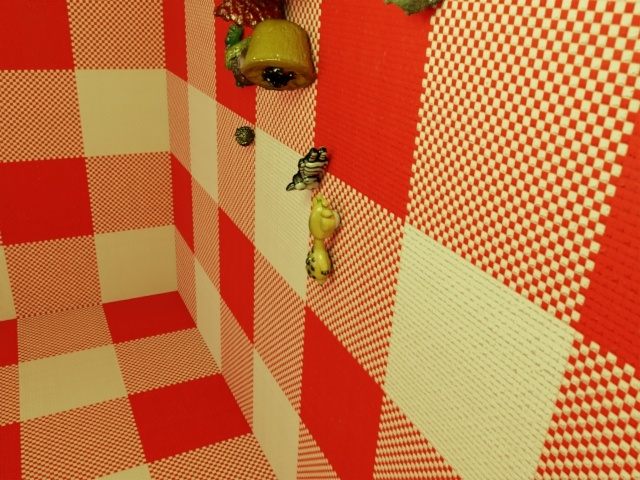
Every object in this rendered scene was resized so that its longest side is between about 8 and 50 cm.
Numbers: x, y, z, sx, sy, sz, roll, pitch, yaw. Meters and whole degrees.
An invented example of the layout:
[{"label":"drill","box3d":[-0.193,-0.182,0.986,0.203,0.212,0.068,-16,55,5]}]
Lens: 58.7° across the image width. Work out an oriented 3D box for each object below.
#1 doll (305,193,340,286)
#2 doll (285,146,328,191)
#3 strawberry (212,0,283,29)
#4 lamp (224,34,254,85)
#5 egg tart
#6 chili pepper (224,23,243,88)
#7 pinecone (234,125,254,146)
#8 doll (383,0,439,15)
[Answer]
[{"label":"doll","box3d":[0.001,0.000,1.674,0.117,0.086,0.290,42,137,47]},{"label":"doll","box3d":[-0.035,-0.200,1.678,0.067,0.091,0.219,70,154,21]},{"label":"strawberry","box3d":[-0.199,-0.727,1.742,0.234,0.234,0.177,43,121,53]},{"label":"lamp","box3d":[-0.262,-0.613,1.968,0.156,0.135,0.157,-33,71,63]},{"label":"egg tart","box3d":[-0.116,-0.527,1.641,0.215,0.215,0.170,172,105,-65]},{"label":"chili pepper","box3d":[-0.321,-0.720,2.144,0.122,0.065,0.278,28,125,49]},{"label":"pinecone","box3d":[-0.293,-0.398,2.179,0.083,0.077,0.077,146,113,-73]},{"label":"doll","box3d":[0.187,-0.595,1.094,0.203,0.091,0.285,-10,101,32]}]
